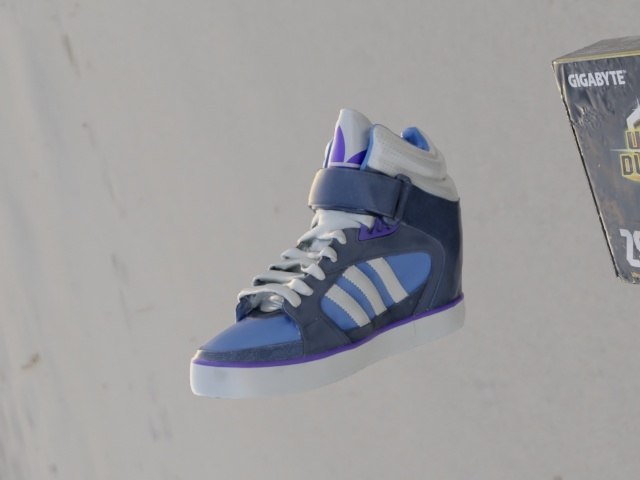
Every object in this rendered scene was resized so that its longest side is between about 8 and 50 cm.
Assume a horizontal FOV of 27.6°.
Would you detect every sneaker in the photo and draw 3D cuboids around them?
[{"bbox_3d":[0.001,0.000,1.218,0.130,0.323,0.236,2,104,53],"label":"sneaker"}]

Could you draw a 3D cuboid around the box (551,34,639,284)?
[{"bbox_3d":[0.368,-0.073,1.253,0.322,0.079,0.257,13,126,68],"label":"box"}]
